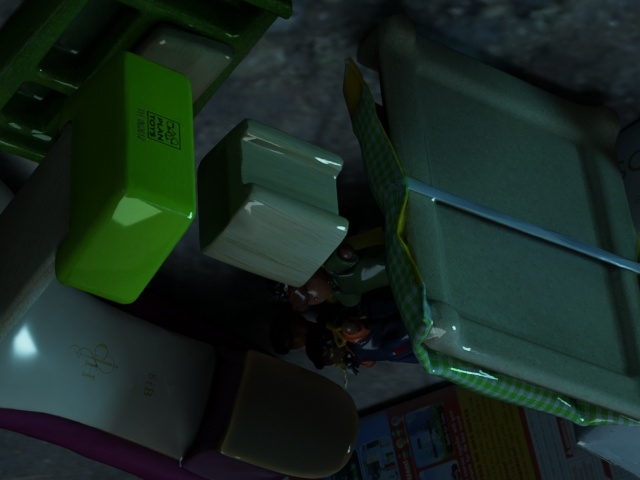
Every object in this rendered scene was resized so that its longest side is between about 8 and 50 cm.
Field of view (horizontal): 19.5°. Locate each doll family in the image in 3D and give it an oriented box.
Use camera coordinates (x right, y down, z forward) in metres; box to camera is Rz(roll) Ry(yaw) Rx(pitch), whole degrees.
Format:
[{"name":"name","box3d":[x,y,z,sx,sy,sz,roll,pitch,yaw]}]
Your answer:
[{"name":"doll family","box3d":[0.022,0.034,1.017,0.111,0.076,0.193,-11,146,1]}]

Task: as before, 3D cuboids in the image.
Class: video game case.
[{"name":"video game case","box3d":[0.116,0.176,1.108,0.285,0.204,0.025,-22,154,21]}]

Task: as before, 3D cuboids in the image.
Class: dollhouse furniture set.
[{"name":"dollhouse furniture set","box3d":[0.000,0.000,0.864,0.302,0.197,0.151,20,135,-28]}]

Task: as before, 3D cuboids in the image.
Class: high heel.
[{"name":"high heel","box3d":[-0.171,0.050,1.004,0.377,0.127,0.181,30,164,-18]}]

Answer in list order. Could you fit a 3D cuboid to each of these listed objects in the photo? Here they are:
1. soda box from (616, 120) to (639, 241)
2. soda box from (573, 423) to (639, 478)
[{"name":"soda box","box3d":[0.214,-0.038,0.945,0.074,0.069,0.216,28,132,-36]},{"name":"soda box","box3d":[0.265,0.106,0.961,0.286,0.091,0.098,29,125,-22]}]
